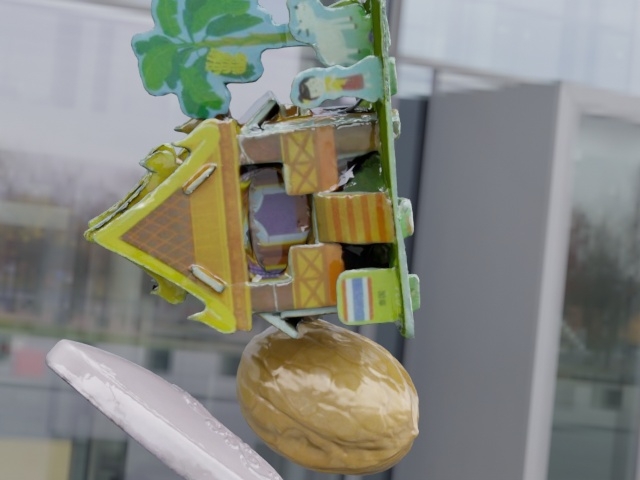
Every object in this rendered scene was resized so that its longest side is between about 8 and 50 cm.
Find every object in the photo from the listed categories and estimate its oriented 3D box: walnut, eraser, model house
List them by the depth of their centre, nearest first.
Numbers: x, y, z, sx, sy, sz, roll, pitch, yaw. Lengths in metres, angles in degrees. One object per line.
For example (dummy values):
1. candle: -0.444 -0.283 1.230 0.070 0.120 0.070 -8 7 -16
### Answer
1. eraser: -0.124 0.157 1.426 0.243 0.059 0.204 40 -7 -15
2. model house: -0.075 -0.081 1.610 0.313 0.357 0.242 -5 11 -6
3. walnut: 0.008 0.165 1.757 0.207 0.159 0.159 23 4 21
